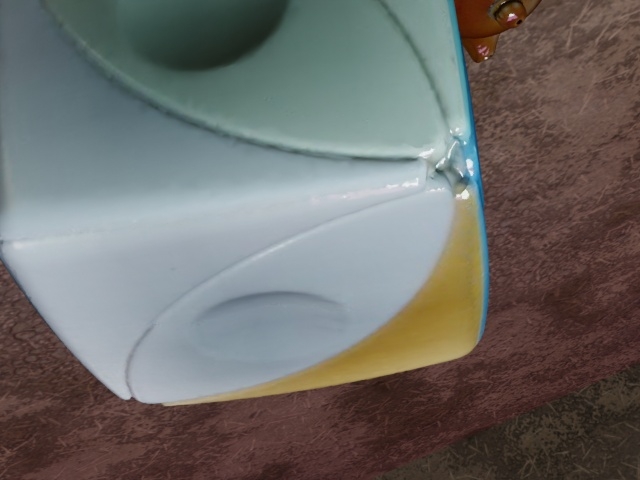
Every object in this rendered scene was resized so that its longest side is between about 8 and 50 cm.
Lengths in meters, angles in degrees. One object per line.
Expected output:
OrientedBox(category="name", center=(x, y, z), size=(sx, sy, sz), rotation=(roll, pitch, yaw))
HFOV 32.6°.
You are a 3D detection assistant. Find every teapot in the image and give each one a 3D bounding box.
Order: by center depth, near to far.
OrientedBox(category="teapot", center=(0.160, -0.268, 1.031), size=(0.178, 0.135, 0.252), rotation=(-21, 153, -12))

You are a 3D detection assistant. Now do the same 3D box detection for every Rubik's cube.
OrientedBox(category="Rubik's cube", center=(-0.053, -0.086, 0.901), size=(0.347, 0.351, 0.352), rotation=(-9, 154, 5))
